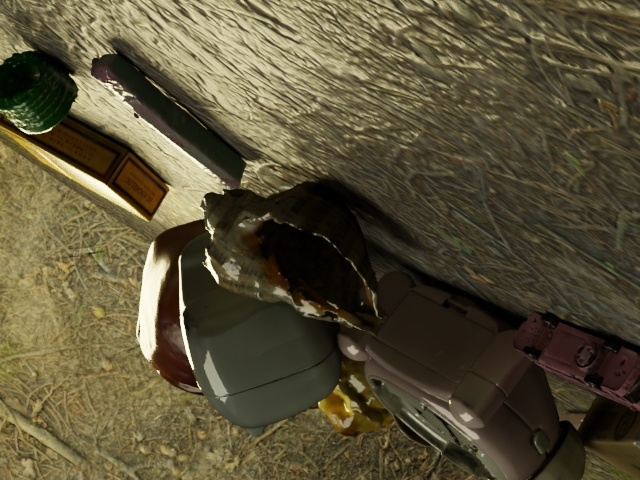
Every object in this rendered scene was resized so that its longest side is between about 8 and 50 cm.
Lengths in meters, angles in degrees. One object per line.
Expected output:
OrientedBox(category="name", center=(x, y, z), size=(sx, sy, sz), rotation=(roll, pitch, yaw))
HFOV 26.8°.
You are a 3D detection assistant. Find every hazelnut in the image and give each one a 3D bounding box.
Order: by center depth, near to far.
OrientedBox(category="hazelnut", center=(-0.154, 0.126, 2.366), size=(0.372, 0.315, 0.372), rotation=(29, 163, 10))

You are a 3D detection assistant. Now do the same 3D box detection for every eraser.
OrientedBox(category="eraser", center=(0.467, 0.280, 1.847), size=(0.144, 0.078, 0.343), rotation=(31, 171, 0))

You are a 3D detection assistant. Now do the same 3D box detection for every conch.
OrientedBox(category="conch", center=(-0.025, 0.003, 1.795), size=(0.291, 0.159, 0.210), rotation=(26, 135, -1))

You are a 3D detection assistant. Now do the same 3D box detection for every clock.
OrientedBox(category="clock", center=(0.210, 0.226, 1.952), size=(0.342, 0.184, 0.326), rotation=(34, 161, 44))

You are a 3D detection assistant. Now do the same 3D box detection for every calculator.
OrientedBox(category="calculator", center=(0.459, 0.322, 2.241), size=(0.100, 0.032, 0.175), rotation=(33, 171, -2))

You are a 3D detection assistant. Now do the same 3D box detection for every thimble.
OrientedBox(category="thimble", center=(-0.446, -0.231, 2.089), size=(0.130, 0.118, 0.090), rotation=(-7, 145, 31))

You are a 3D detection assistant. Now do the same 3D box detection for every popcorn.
OrientedBox(category="popcorn", center=(0.040, 0.217, 2.582), size=(0.265, 0.225, 0.332), rotation=(0, 126, 53))

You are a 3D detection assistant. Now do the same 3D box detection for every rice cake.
OrientedBox(category="rice cake", center=(-0.210, -0.162, 1.850), size=(0.081, 0.051, 0.290), rotation=(22, 166, 47))

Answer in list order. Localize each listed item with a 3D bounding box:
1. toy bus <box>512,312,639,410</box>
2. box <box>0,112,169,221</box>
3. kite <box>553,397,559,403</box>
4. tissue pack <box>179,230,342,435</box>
OrientedBox(category="toy bus", center=(0.328, 0.147, 1.658), size=(0.090, 0.063, 0.203), rotation=(34, 173, -32))
OrientedBox(category="box", center=(-0.456, -0.162, 2.585), size=(0.301, 0.084, 0.193), rotation=(28, 170, 26))
OrientedBox(category="kite", center=(0.235, 0.168, 2.236), size=(0.406, 0.014, 0.368), rotation=(33, 171, -3))
OrientedBox(category="tissue pack", center=(-0.087, 0.128, 2.033), size=(0.333, 0.229, 0.236), rotation=(-104, -7, -64))
